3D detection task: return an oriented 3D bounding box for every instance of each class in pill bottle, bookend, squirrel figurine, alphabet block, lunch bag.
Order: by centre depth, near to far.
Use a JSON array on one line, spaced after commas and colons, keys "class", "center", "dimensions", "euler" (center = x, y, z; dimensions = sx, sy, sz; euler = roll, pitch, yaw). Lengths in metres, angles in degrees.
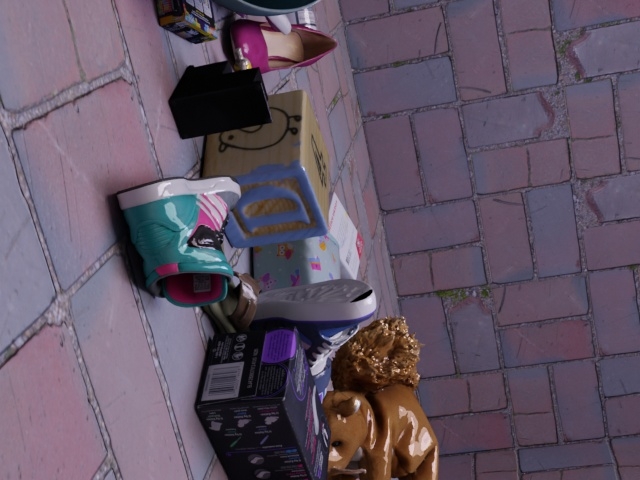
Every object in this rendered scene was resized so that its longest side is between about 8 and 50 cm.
[{"class": "bookend", "center": [-0.154, -0.246, 1.536], "dimensions": [0.157, 0.156, 0.072], "euler": [-83, 160, -58]}, {"class": "alphabet block", "center": [-0.093, -0.127, 1.667], "dimensions": [0.193, 0.192, 0.197], "euler": [71, 14, -49]}, {"class": "lunch bag", "center": [-0.034, 0.093, 1.877], "dimensions": [0.262, 0.160, 0.223], "euler": [50, 32, -59]}, {"class": "squirrel figurine", "center": [0.068, 0.344, 1.914], "dimensions": [0.370, 0.281, 0.397], "euler": [34, 65, -51]}, {"class": "pill bottle", "center": [-0.067, -0.562, 2.348], "dimensions": [0.108, 0.108, 0.180], "euler": [-20, 102, -79]}]

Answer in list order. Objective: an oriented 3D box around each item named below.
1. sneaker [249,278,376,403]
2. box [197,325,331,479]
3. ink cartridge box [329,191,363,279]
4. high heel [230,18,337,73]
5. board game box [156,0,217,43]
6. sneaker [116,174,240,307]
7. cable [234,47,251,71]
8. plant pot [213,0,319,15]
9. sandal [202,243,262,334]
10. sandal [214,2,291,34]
[{"class": "sneaker", "center": [-0.001, 0.201, 1.607], "dimensions": [0.130, 0.323, 0.236], "euler": [-27, 103, -43]}, {"class": "box", "center": [-0.083, 0.293, 1.495], "dimensions": [0.165, 0.143, 0.270], "euler": [-82, 160, -51]}, {"class": "ink cartridge box", "center": [0.000, 0.000, 2.076], "dimensions": [0.176, 0.127, 0.128], "euler": [59, 34, -39]}, {"class": "high heel", "center": [-0.078, -0.431, 1.994], "dimensions": [0.377, 0.181, 0.127], "euler": [-57, 137, -74]}, {"class": "board game box", "center": [-0.233, -0.420, 1.560], "dimensions": [0.170, 0.048, 0.141], "euler": [-5, 84, -78]}, {"class": "sneaker", "center": [-0.174, 0.002, 1.309], "dimensions": [0.295, 0.123, 0.178], "euler": [-15, 91, -71]}, {"class": "cable", "center": [-0.138, -0.242, 1.831], "dimensions": [0.287, 0.072, 0.139], "euler": [64, 26, -58]}, {"class": "plant pot", "center": [-0.117, -0.492, 1.488], "dimensions": [0.195, 0.290, 0.290], "euler": [-2, -82, 65]}, {"class": "sandal", "center": [-0.134, 0.106, 1.535], "dimensions": [0.120, 0.086, 0.303], "euler": [-83, 161, -52]}, {"class": "sandal", "center": [-0.178, -0.511, 1.785], "dimensions": [0.169, 0.102, 0.416], "euler": [63, 11, 21]}]
